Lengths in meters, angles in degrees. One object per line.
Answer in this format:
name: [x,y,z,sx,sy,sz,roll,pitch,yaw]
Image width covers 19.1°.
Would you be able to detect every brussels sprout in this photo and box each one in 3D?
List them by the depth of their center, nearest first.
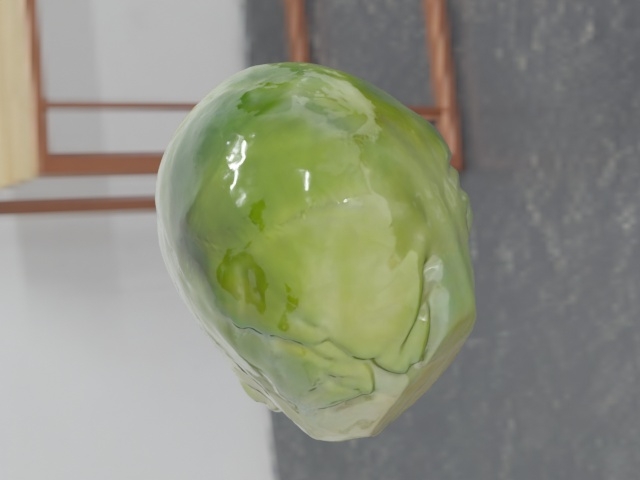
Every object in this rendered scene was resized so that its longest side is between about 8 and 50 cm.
brussels sprout: [0.000,0.000,1.716,0.344,0.268,0.344,47,158,25]
